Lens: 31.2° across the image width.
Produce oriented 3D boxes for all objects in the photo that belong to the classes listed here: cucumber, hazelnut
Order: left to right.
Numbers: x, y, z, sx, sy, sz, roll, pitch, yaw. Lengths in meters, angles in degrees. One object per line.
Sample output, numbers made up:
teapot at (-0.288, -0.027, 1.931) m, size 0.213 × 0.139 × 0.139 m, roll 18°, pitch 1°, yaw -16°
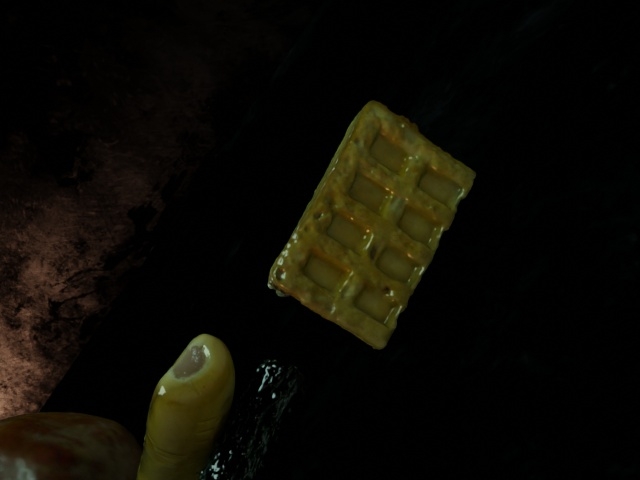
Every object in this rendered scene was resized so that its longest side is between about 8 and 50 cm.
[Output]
hazelnut at (-0.417, 0.412, 1.664) m, size 0.366 × 0.366 × 0.366 m, roll -49°, pitch 16°, yaw 19°
cucumber at (-0.110, 0.291, 1.427) m, size 0.303 × 0.072 × 0.081 m, roll -61°, pitch 17°, yaw -23°

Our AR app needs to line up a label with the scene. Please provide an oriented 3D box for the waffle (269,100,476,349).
waffle at (0.063, -0.019, 1.400) m, size 0.274 × 0.168 × 0.057 m, roll -61°, pitch 10°, yaw -18°

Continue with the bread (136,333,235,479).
bread at (-0.175, 0.257, 1.501) m, size 0.142 × 0.091 × 0.305 m, roll -49°, pitch -17°, yaw -44°

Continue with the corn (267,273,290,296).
corn at (0.000, 0.000, 1.712) m, size 0.237 × 0.079 × 0.079 m, roll -45°, pitch 18°, yaw 31°
